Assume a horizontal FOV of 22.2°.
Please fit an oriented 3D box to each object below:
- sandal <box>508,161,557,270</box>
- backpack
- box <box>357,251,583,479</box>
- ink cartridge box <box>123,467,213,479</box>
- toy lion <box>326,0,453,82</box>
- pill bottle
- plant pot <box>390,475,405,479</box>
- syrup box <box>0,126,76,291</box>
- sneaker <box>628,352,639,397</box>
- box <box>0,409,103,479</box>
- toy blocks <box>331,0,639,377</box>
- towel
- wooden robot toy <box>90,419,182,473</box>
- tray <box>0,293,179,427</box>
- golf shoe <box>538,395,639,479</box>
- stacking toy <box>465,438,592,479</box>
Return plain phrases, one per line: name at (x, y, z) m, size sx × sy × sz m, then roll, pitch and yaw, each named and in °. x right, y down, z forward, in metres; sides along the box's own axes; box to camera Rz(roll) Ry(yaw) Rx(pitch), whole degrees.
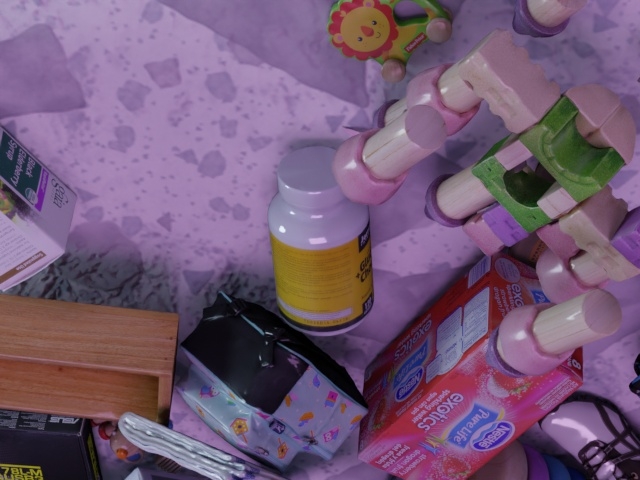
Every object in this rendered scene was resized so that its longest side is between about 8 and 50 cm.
sandal at (0.240, -0.021, 1.657) m, size 0.072 × 0.049 × 0.180 m, roll 13°, pitch 129°, yaw -8°
backpack at (-0.048, 0.161, 1.732) m, size 0.188 × 0.166 × 0.144 m, roll 30°, pitch 90°, yaw -47°
box at (0.157, 0.145, 1.733) m, size 0.122 × 0.128 × 0.257 m, roll 26°, pitch 133°, yaw -18°
ink cartridge box at (-0.199, 0.365, 1.960) m, size 0.189 × 0.066 × 0.232 m, roll 16°, pitch 128°, yaw -38°
toy lion at (0.060, -0.202, 1.527) m, size 0.096 × 0.034 × 0.100 m, roll 40°, pitch 121°, yaw -18°
pill bottle at (0.000, 0.000, 1.649) m, size 0.103 × 0.103 × 0.184 m, roll -2°, pitch 131°, yaw 4°
plant pot at (0.133, 0.465, 1.958) m, size 0.247 × 0.248 × 0.252 m, roll 22°, pitch 137°, yaw -16°
syrup box at (-0.356, -0.067, 1.612) m, size 0.096 × 0.093 × 0.237 m, roll -31°, pitch 123°, yaw 24°
sneaker at (0.406, 0.168, 1.781) m, size 0.139 × 0.125 × 0.341 m, roll 7°, pitch 123°, yaw 10°
box at (-0.353, 0.255, 1.893) m, size 0.190 × 0.045 × 0.184 m, roll 4°, pitch 141°, yaw 5°
toy blocks at (0.184, -0.057, 1.532) m, size 0.288 × 0.309 × 0.260 m, roll 46°, pitch 151°, yaw -6°
towel at (-0.069, 0.264, 1.793) m, size 0.209 × 0.034 × 0.285 m, roll 17°, pitch 170°, yaw 44°
wooden robot toy at (-0.224, 0.226, 1.864) m, size 0.076 × 0.079 × 0.173 m, roll -25°, pitch 125°, yaw 21°
tray at (-0.359, 0.116, 1.731) m, size 0.411 × 0.076 × 0.203 m, roll 8°, pitch 158°, yaw -3°
golf shoe at (0.331, 0.248, 1.854) m, size 0.198 × 0.094 × 0.077 m, roll 29°, pitch 126°, yaw -19°
stacking toy at (0.308, 0.335, 1.916) m, size 0.330 × 0.141 × 0.141 m, roll 24°, pitch 127°, yaw -24°
